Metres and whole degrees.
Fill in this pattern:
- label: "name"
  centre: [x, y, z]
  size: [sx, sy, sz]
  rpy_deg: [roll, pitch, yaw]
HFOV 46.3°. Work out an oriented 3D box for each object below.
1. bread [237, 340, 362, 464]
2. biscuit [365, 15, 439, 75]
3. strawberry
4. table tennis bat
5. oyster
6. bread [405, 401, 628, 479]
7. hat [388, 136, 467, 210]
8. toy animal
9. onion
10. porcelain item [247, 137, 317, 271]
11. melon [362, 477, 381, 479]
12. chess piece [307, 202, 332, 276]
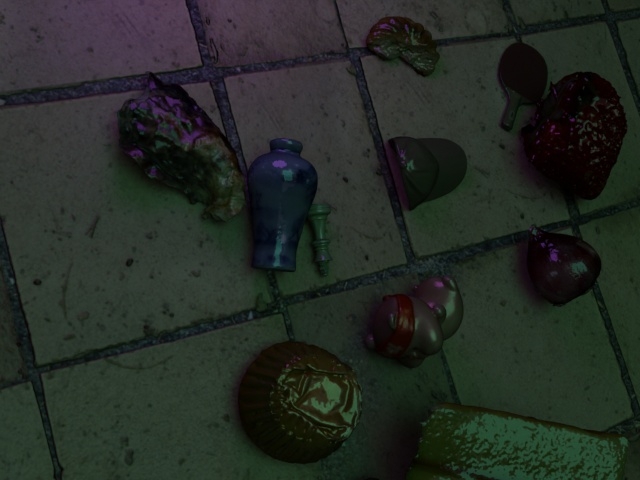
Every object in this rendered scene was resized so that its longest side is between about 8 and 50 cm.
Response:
- label: "bread"
  centre: [-0.037, 0.303, 1.408]
  size: [0.240, 0.139, 0.240]
  rpy_deg: [5, 75, -19]
- label: "biscuit"
  centre: [0.194, -0.459, 1.705]
  size: [0.183, 0.061, 0.118]
  rpy_deg: [15, 72, -19]
- label: "strawberry"
  centre: [0.609, -0.241, 1.742]
  size: [0.257, 0.261, 0.261]
  rpy_deg: [29, 70, -7]
- label: "table tennis bat"
  centre: [0.486, -0.376, 1.833]
  size: [0.138, 0.022, 0.247]
  rpy_deg: [28, 68, -14]
- label: "oyster"
  centre: [-0.259, -0.187, 1.438]
  size: [0.271, 0.100, 0.275]
  rpy_deg: [11, 74, -24]
- label: "bread"
  centre: [0.361, 0.442, 1.401]
  size: [0.361, 0.245, 0.233]
  rpy_deg: [20, 77, -37]
- label: "hat"
  centre: [0.247, -0.170, 1.638]
  size: [0.173, 0.144, 0.166]
  rpy_deg: [-18, 88, -2]
- label: "toy animal"
  centre: [0.195, 0.167, 1.524]
  size: [0.197, 0.171, 0.171]
  rpy_deg: [-27, 90, -27]
- label: "onion"
  centre: [0.534, 0.044, 1.694]
  size: [0.159, 0.159, 0.195]
  rpy_deg: [-36, 83, -25]
- label: "porcelain item"
  centre: [-0.081, -0.069, 1.476]
  size: [0.141, 0.141, 0.259]
  rpy_deg: [9, 85, -21]
- label: "melon"
  centre: [0.082, 0.533, 1.432]
  size: [0.099, 0.099, 0.162]
  rpy_deg: [34, 67, -13]
- label: "chess piece"
  centre: [0.000, 0.000, 1.537]
  size: [0.059, 0.059, 0.149]
  rpy_deg: [-7, 89, -23]
